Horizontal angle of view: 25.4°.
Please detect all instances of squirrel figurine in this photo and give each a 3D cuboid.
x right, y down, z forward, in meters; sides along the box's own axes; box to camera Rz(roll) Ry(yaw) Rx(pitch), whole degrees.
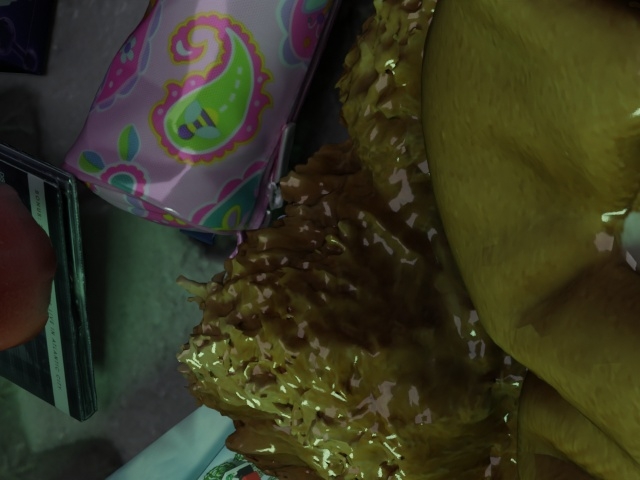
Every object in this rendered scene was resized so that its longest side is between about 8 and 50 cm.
[{"bbox_3d":[0.122,0.057,0.606,0.397,0.281,0.370,11,97,53],"label":"squirrel figurine"}]

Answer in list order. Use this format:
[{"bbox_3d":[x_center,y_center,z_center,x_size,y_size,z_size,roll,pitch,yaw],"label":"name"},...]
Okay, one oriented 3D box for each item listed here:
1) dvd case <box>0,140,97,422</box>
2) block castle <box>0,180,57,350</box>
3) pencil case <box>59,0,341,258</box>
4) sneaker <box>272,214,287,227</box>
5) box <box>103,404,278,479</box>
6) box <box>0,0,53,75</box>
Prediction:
[{"bbox_3d":[-0.219,-0.003,0.834,0.221,0.018,0.164,24,131,30],"label":"dvd case"},{"bbox_3d":[-0.241,0.204,0.738,0.453,0.213,0.303,-42,78,34],"label":"block castle"},{"bbox_3d":[-0.035,-0.134,0.771,0.124,0.124,0.284,25,95,25],"label":"pencil case"},{"bbox_3d":[0.000,0.000,0.770,0.052,0.058,0.135,31,96,25],"label":"sneaker"},{"bbox_3d":[-0.040,0.173,0.774,0.233,0.044,0.159,-38,70,16],"label":"box"},{"bbox_3d":[-0.249,-0.192,0.826,0.108,0.207,0.153,7,87,25],"label":"box"}]
